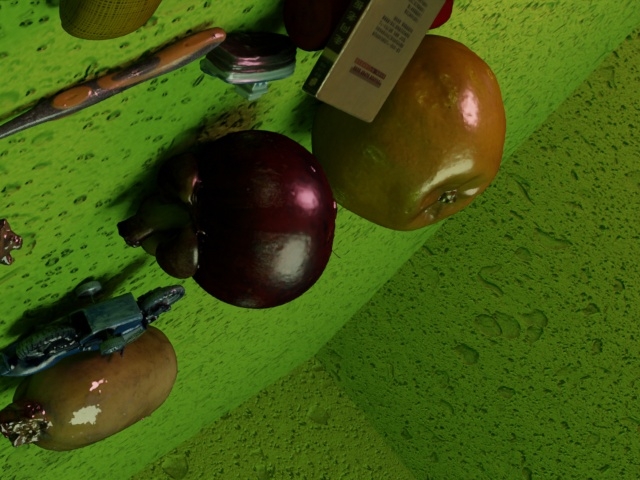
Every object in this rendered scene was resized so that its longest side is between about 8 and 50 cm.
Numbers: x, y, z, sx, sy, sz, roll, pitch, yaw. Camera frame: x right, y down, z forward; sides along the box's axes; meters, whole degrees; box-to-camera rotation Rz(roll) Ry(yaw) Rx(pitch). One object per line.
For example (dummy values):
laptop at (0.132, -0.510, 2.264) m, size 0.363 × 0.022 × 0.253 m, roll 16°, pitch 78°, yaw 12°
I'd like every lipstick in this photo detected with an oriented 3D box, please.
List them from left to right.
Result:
lipstick at (0.058, -0.255, 1.076) m, size 0.073 × 0.073 × 0.280 m, roll -48°, pitch 166°, yaw 33°

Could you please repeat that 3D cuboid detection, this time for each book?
book at (0.076, -0.236, 1.009) m, size 0.230 × 0.026 × 0.161 m, roll -59°, pitch 158°, yaw 9°

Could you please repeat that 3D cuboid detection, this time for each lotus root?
lotus root at (-0.332, 0.219, 1.411) m, size 0.169 × 0.151 × 0.343 m, roll -46°, pitch 171°, yaw 25°

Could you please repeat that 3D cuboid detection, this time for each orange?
orange at (0.123, -0.140, 1.320) m, size 0.279 × 0.235 × 0.279 m, roll -35°, pitch 161°, yaw -14°

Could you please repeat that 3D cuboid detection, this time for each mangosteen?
mangosteen at (-0.109, -0.023, 1.150) m, size 0.258 × 0.215 × 0.215 m, roll -4°, pitch 157°, yaw -16°

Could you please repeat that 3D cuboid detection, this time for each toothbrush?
toothbrush at (-0.206, -0.120, 0.837) m, size 0.321 × 0.023 × 0.031 m, roll -33°, pitch 174°, yaw -28°

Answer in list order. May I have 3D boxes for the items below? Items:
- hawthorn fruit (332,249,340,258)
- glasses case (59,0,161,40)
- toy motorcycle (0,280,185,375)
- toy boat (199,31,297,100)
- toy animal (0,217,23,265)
hawthorn fruit at (0.000, 0.000, 1.802) m, size 0.067 × 0.103 × 0.067 m, roll -45°, pitch -173°, yaw 7°
glasses case at (-0.116, -0.220, 0.642) m, size 0.079 × 0.064 × 0.234 m, roll -23°, pitch 162°, yaw -36°
toy motorcycle at (-0.301, 0.117, 1.298) m, size 0.254 × 0.092 × 0.135 m, roll -19°, pitch 166°, yaw -41°
toy boat at (-0.069, -0.173, 0.989) m, size 0.140 × 0.059 × 0.066 m, roll -28°, pitch 151°, yaw -53°
toy animal at (-0.365, 0.046, 0.858) m, size 0.220 × 0.069 × 0.086 m, roll -37°, pitch 148°, yaw -42°
